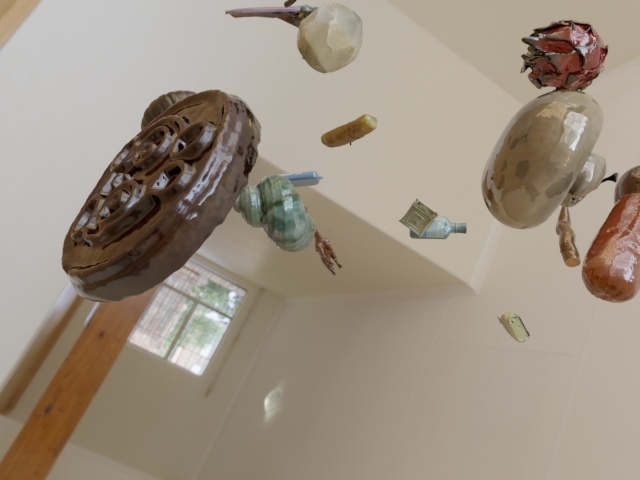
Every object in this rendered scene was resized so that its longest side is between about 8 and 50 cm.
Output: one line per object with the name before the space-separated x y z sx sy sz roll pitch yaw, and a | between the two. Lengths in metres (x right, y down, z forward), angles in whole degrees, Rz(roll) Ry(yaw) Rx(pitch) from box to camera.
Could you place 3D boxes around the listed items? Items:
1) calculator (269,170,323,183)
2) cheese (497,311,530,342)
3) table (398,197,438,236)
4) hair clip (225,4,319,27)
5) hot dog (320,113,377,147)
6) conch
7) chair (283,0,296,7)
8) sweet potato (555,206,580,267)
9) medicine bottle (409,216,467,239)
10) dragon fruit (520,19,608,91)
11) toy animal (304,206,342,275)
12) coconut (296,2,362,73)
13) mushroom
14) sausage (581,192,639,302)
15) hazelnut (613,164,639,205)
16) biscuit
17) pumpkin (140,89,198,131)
calculator | -0.094 -0.223 1.740 0.121 0.211 0.039 59 26 -87
cheese | 0.770 0.341 1.918 0.054 0.127 0.251 -28 176 3
table | 0.283 -0.065 1.348 0.083 0.079 0.062 -53 164 9
hair clip | -0.178 -0.786 1.634 0.095 0.359 0.110 79 30 -58
hot dog | 0.094 -0.379 1.653 0.286 0.088 0.061 -12 -114 62
conch | -0.126 -0.080 1.329 0.220 0.277 0.195 149 -47 -64
chair | -0.051 -0.684 1.092 0.272 0.167 0.188 -54 150 -34
sweet potato | 0.864 -0.024 1.654 0.059 0.067 0.281 -14 -145 28
medicine bottle | 0.441 -0.048 1.768 0.053 0.209 0.090 72 21 -68
dragon fruit | 0.680 -0.526 1.328 0.193 0.274 0.192 -61 -162 17
toy animal | 0.000 0.000 1.760 0.066 0.224 0.229 -28 -124 -3
coconut | 0.030 -0.514 1.186 0.162 0.161 0.161 -30 -153 28
mushroom | 0.573 -0.183 1.160 0.362 0.295 0.362 -56 168 -18
sausage | 0.604 0.018 0.938 0.259 0.113 0.113 -45 -173 -26
hazelnut | 1.077 -0.150 1.577 0.208 0.208 0.208 -54 -165 21
biscuit | -0.272 -0.090 0.768 0.408 0.091 0.407 -25 -140 24
pumpkin | -0.397 -0.312 1.402 0.248 0.248 0.248 -54 -165 21
